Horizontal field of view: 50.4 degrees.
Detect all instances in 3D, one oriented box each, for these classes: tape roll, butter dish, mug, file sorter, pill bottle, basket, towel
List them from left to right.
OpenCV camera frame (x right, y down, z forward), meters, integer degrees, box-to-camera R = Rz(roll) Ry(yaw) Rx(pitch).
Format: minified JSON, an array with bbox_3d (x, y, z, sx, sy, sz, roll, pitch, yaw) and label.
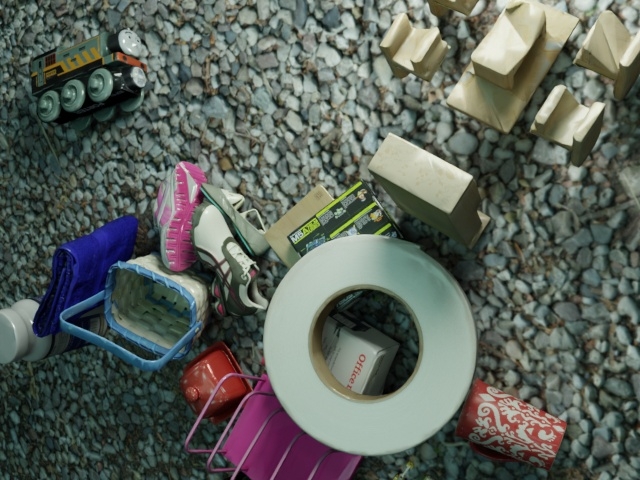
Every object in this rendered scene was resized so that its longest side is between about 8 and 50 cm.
[{"bbox_3d":[-0.668,0.208,1.664,0.153,0.264,0.153,3,97,29],"label":"pill bottle"},{"bbox_3d":[-0.518,0.077,1.552,0.076,0.308,0.228,27,110,3],"label":"towel"},{"bbox_3d":[-0.370,0.159,1.468,0.254,0.289,0.201,23,116,19],"label":"basket"},{"bbox_3d":[-0.257,0.333,1.534,0.160,0.118,0.160,-39,77,26],"label":"butter dish"},{"bbox_3d":[-0.098,0.425,1.372,0.290,0.182,0.202,29,90,31],"label":"file sorter"},{"bbox_3d":[0.087,0.182,1.220,0.392,0.072,0.392,-2,85,17],"label":"tape roll"},{"bbox_3d":[0.342,0.338,1.225,0.169,0.150,0.113,20,69,22],"label":"mug"}]

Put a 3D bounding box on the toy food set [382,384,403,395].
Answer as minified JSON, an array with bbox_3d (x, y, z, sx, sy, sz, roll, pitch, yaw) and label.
[{"bbox_3d":[0.156,0.335,1.359,0.122,0.019,0.078,-37,78,27],"label":"toy food set"}]

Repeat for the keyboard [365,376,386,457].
[{"bbox_3d":[0.093,0.315,1.388,0.072,0.014,0.256,21,106,39],"label":"keyboard"}]

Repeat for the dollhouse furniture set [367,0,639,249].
[{"bbox_3d":[0.278,-0.213,1.156,0.362,0.256,0.394,32,89,22],"label":"dollhouse furniture set"}]

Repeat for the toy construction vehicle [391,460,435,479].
[{"bbox_3d":[0.180,0.499,1.356,0.086,0.035,0.098,41,113,19],"label":"toy construction vehicle"}]

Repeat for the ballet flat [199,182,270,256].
[{"bbox_3d":[-0.177,-0.059,1.483,0.068,0.072,0.213,-39,76,-1],"label":"ballet flat"}]

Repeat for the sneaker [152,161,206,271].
[{"bbox_3d":[-0.318,-0.044,1.519,0.111,0.103,0.252,-25,54,42],"label":"sneaker"}]

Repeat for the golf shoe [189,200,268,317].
[{"bbox_3d":[-0.190,0.039,1.449,0.120,0.105,0.273,0,120,29],"label":"golf shoe"}]

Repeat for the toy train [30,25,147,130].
[{"bbox_3d":[-0.551,-0.383,1.611,0.334,0.142,0.190,-12,81,30],"label":"toy train"}]

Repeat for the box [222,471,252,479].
[{"bbox_3d":[-0.228,0.684,1.592,0.270,0.060,0.216,-32,80,28],"label":"box"}]

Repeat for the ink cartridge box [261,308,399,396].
[{"bbox_3d":[0.017,0.229,1.368,0.237,0.100,0.172,30,110,30],"label":"ink cartridge box"}]

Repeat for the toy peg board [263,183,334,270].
[{"bbox_3d":[0.000,0.000,1.387,0.160,0.079,0.161,-42,77,10],"label":"toy peg board"}]

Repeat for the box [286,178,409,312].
[{"bbox_3d":[0.060,0.011,1.305,0.190,0.045,0.184,-38,75,12],"label":"box"}]
